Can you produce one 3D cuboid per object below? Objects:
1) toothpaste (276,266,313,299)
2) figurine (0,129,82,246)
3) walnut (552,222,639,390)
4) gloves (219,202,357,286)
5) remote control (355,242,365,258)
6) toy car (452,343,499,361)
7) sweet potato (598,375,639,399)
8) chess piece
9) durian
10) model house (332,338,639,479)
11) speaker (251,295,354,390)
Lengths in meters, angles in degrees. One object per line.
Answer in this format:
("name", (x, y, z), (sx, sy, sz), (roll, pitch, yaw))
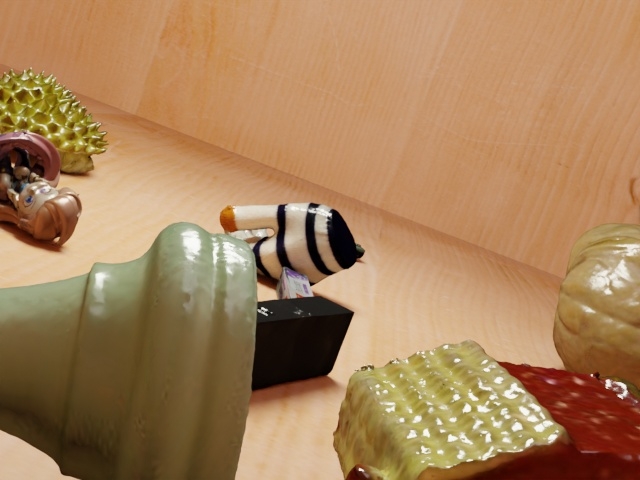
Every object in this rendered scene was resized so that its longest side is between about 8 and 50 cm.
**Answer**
("toothpaste", (-0.030, 0.081, 1.298), (0.047, 0.040, 0.196), (17, 9, -8))
("figurine", (-0.358, -0.056, 1.200), (0.157, 0.126, 0.114), (46, -31, 6))
("walnut", (0.519, 0.122, 1.568), (0.285, 0.285, 0.296), (23, 50, 15))
("gloves", (-0.066, 0.010, 1.446), (0.219, 0.131, 0.140), (-13, -13, 20))
("remote control", (0.000, 0.000, 1.870), (0.222, 0.042, 0.072), (14, 11, -46))
("toy car", (0.163, 0.175, 1.098), (0.093, 0.058, 0.186), (25, 21, 24))
("sweet potato", (0.404, 0.229, 1.291), (0.075, 0.074, 0.269), (20, 12, -4))
("chess piece", (-0.197, 0.066, 0.567), (0.299, 0.194, 0.194), (10, 10, -11))
("durian", (-0.483, -0.192, 1.678), (0.306, 0.166, 0.172), (1, 51, -51))
("model house", (0.126, 0.171, 0.695), (0.254, 0.160, 0.196), (17, 10, -16))
("speaker", (-0.043, 0.104, 0.980), (0.044, 0.082, 0.218), (26, 11, 25))
